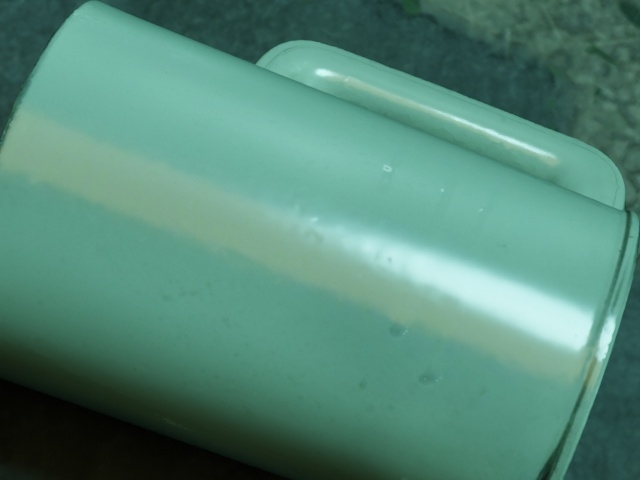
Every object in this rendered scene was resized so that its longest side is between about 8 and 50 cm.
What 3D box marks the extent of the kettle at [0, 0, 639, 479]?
[{"bbox_3d":[-0.005,0.015,1.062,0.318,0.265,0.205,19,103,5],"label":"kettle"}]
